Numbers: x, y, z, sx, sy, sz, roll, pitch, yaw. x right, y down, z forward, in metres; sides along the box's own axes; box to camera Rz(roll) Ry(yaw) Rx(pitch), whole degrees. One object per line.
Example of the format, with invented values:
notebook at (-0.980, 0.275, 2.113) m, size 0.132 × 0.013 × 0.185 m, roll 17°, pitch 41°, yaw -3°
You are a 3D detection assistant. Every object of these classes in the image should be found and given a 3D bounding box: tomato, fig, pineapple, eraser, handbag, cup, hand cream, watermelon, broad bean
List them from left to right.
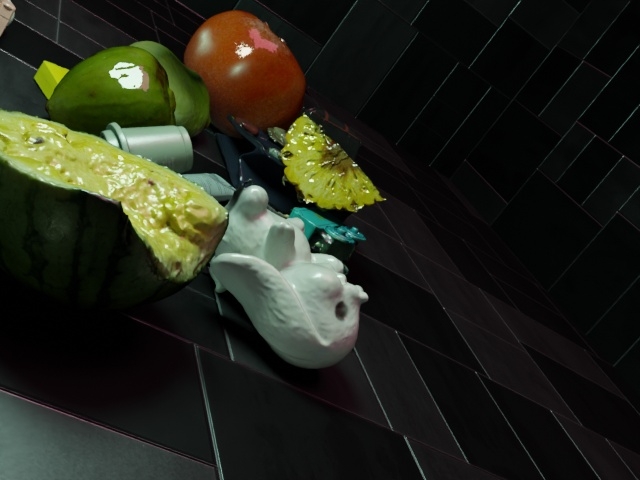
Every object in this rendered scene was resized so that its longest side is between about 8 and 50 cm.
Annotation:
eraser at (-0.474, -0.279, 1.607) m, size 0.097 × 0.045 × 0.122 m, roll 20°, pitch 23°, yaw -48°
watermelon at (-0.291, -0.020, 1.021) m, size 0.331 × 0.189 × 0.331 m, roll 23°, pitch 5°, yaw -2°
fig at (-0.372, -0.242, 1.513) m, size 0.225 × 0.203 × 0.203 m, roll -10°, pitch 32°, yaw -12°
cup at (-0.289, -0.144, 1.413) m, size 0.141 × 0.120 × 0.120 m, roll -12°, pitch 40°, yaw -22°
broad bean at (-0.339, -0.330, 1.873) m, size 0.238 × 0.119 × 0.291 m, roll 61°, pitch 15°, yaw 3°
hand cream at (-0.227, -0.101, 1.609) m, size 0.085 × 0.058 × 0.331 m, roll 35°, pitch 16°, yaw 9°
tomato at (-0.207, -0.415, 2.173) m, size 0.341 × 0.273 × 0.341 m, roll 47°, pitch -11°, yaw 11°
handbag at (-0.082, -0.165, 2.002) m, size 0.303 × 0.122 × 0.329 m, roll 28°, pitch 17°, yaw -28°
handbag at (-0.014, -0.298, 2.457) m, size 0.215 × 0.155 × 0.169 m, roll 26°, pitch -1°, yaw -35°
pineapple at (-0.002, -0.130, 1.812) m, size 0.250 × 0.140 × 0.164 m, roll 47°, pitch -8°, yaw -2°

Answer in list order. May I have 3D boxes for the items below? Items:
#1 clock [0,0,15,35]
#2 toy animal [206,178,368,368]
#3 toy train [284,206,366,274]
clock at (-0.671, -0.456, 1.628) m, size 0.166 × 0.092 × 0.162 m, roll 28°, pitch 9°, yaw -29°
toy animal at (-0.064, 0.063, 1.304) m, size 0.249 × 0.174 × 0.289 m, roll 39°, pitch 9°, yaw -41°
toy train at (0.000, 0.000, 1.741) m, size 0.154 × 0.107 × 0.198 m, roll 34°, pitch 14°, yaw 17°
